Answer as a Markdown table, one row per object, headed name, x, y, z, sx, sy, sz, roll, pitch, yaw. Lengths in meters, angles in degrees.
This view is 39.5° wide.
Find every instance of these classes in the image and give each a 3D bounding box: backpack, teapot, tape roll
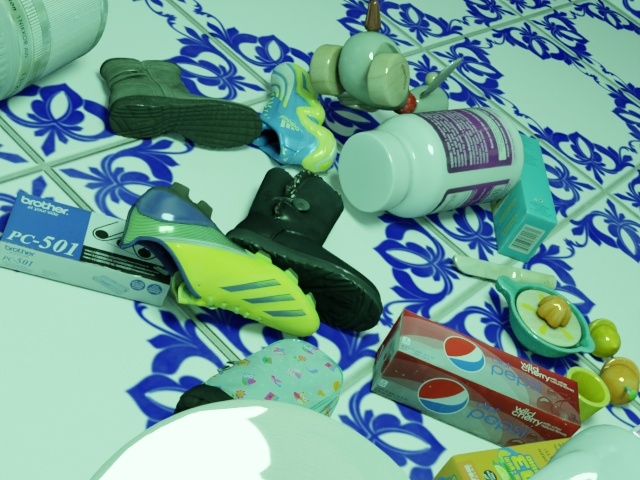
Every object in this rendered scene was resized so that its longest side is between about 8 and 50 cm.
| name | x | y | z | sx | sy | sz | roll | pitch | yaw |
| --- | --- | --- | --- | --- | --- | --- | --- | --- | --- |
| backpack | -0.056 | 0.192 | 1.001 | 0.152 | 0.115 | 0.182 | 42 | 37 | 21 |
| teapot | 0.315 | 0.340 | 0.953 | 0.187 | 0.252 | 0.256 | -40 | 64 | -9 |
| tape roll | -0.058 | 0.334 | 0.790 | 0.392 | 0.072 | 0.392 | 11 | 58 | -18 |

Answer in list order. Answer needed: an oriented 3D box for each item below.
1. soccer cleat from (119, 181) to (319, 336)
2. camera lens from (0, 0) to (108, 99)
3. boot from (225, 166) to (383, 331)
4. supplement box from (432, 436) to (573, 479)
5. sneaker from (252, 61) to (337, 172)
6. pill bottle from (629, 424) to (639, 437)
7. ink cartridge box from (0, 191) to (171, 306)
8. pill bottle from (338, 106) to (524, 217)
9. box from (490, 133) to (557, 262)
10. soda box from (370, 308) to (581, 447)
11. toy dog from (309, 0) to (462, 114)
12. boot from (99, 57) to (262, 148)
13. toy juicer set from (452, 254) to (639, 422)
| name | x | y | z | sx | sy | sz | roll | pitch | yaw |
| --- | --- | --- | --- | --- | --- | --- | --- | --- | --- |
| soccer cleat | -0.126 | 0.050 | 1.118 | 0.289 | 0.093 | 0.121 | 40 | 61 | -21 |
| camera lens | -0.453 | -0.326 | 1.259 | 0.219 | 0.219 | 0.274 | 32 | 38 | 4 |
| boot | 0.000 | 0.000 | 1.266 | 0.246 | 0.094 | 0.207 | 25 | 41 | 6 |
| supplement box | 0.250 | 0.301 | 1.093 | 0.233 | 0.080 | 0.078 | -2 | 45 | -30 |
| sneaker | -0.063 | -0.214 | 1.475 | 0.126 | 0.091 | 0.240 | -1 | 47 | -31 |
| pill bottle | 0.462 | 0.302 | 1.247 | 0.043 | 0.043 | 0.083 | -14 | 55 | -41 |
| ink cartridge box | -0.289 | 0.011 | 1.118 | 0.207 | 0.046 | 0.097 | 16 | 39 | -16 |
| pill bottle | 0.180 | -0.128 | 1.461 | 0.301 | 0.169 | 0.169 | -11 | 52 | -40 |
| box | 0.349 | -0.082 | 1.567 | 0.060 | 0.100 | 0.244 | 19 | 39 | -12 |
| soda box | 0.205 | 0.192 | 1.176 | 0.263 | 0.092 | 0.083 | 23 | 37 | -6 |
| toy dog | 0.119 | -0.295 | 1.488 | 0.220 | 0.161 | 0.334 | 15 | 6 | 11 |
| boot | -0.218 | -0.231 | 1.402 | 0.247 | 0.083 | 0.161 | 4 | 43 | -20 |
| toy juicer set | 0.372 | 0.118 | 1.364 | 0.209 | 0.089 | 0.329 | -4 | 48 | -34 |
